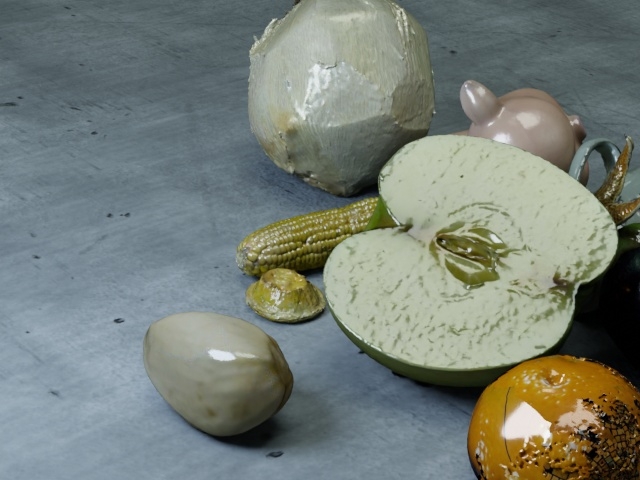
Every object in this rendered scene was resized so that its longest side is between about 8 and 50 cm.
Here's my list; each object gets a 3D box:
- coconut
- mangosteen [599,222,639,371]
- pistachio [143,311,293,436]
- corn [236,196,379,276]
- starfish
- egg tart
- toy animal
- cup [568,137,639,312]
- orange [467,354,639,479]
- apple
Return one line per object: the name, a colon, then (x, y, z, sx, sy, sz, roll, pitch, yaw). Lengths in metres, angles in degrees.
coconut: (0.040, -0.261, 2.444, 0.346, 0.360, 0.346, -6, -13, -1)
mangosteen: (0.497, 0.070, 1.934, 0.243, 0.243, 0.243, 2, 27, -1)
pistachio: (-0.136, 0.169, 1.788, 0.238, 0.138, 0.153, 27, 69, 40)
corn: (0.000, 0.000, 2.183, 0.291, 0.101, 0.101, -16, 32, -27)
starfish: (0.401, -0.057, 1.964, 0.050, 0.247, 0.138, 22, 60, -22)
egg tart: (-0.051, 0.077, 2.073, 0.128, 0.049, 0.129, 4, 27, -2)
toy animal: (0.279, -0.121, 2.238, 0.326, 0.237, 0.269, -23, -10, 9)
cup: (0.443, -0.026, 2.121, 0.234, 0.258, 0.186, -24, 1, -33)
orange: (0.292, 0.241, 1.652, 0.234, 0.182, 0.234, -8, 32, 5)
apple: (0.208, 0.039, 1.891, 0.360, 0.320, 0.311, 22, 18, 22)
